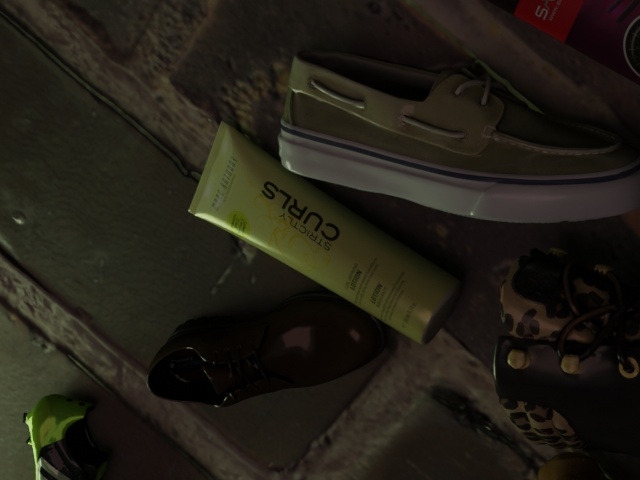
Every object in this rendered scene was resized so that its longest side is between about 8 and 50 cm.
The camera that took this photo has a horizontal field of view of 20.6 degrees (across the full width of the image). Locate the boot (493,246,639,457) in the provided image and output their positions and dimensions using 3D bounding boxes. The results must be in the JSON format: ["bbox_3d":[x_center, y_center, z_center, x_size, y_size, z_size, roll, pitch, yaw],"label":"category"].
[{"bbox_3d":[0.262,0.061,1.240,0.284,0.138,0.377,10,148,26],"label":"boot"}]

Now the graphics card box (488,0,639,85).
[{"bbox_3d":[0.270,-0.208,1.179,0.371,0.094,0.233,31,123,9],"label":"graphics card box"}]

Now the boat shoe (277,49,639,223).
[{"bbox_3d":[0.099,-0.081,1.320,0.302,0.109,0.094,10,114,25],"label":"boat shoe"}]

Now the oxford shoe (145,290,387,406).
[{"bbox_3d":[-0.048,0.103,1.490,0.227,0.096,0.083,-16,104,30],"label":"oxford shoe"}]

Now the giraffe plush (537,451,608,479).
[{"bbox_3d":[0.273,0.260,1.381,0.170,0.181,0.210,-12,98,8],"label":"giraffe plush"}]

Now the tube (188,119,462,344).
[{"bbox_3d":[0.000,0.000,1.439,0.240,0.070,0.062,33,169,16],"label":"tube"}]

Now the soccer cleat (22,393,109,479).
[{"bbox_3d":[-0.235,0.230,1.667,0.072,0.060,0.179,5,113,23],"label":"soccer cleat"}]
